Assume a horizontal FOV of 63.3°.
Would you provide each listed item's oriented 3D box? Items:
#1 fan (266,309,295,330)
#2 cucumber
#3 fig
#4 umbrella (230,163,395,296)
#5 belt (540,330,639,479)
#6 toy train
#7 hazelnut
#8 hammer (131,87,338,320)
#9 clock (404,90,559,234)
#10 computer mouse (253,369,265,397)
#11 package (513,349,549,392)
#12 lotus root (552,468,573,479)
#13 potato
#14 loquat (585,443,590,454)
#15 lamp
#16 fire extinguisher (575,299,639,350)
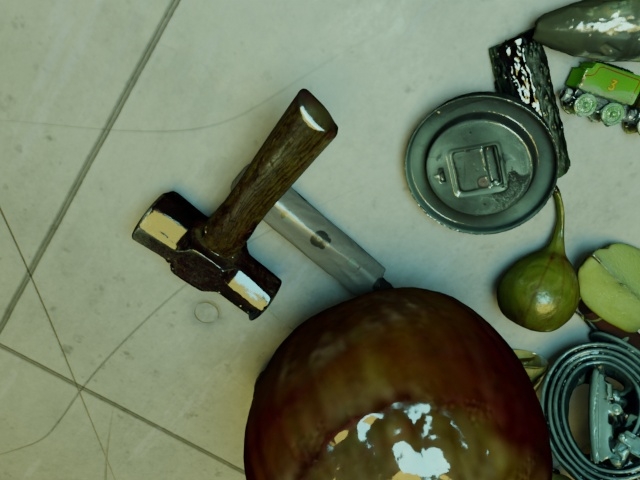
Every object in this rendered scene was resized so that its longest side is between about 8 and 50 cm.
[{"bbox_3d":[-0.018,0.191,0.963,0.182,0.010,0.310,-40,110,19],"label":"fan"},{"bbox_3d":[0.304,-0.190,0.747,0.078,0.062,0.211,-18,113,11],"label":"cucumber"},{"bbox_3d":[0.363,0.030,0.839,0.124,0.124,0.236,11,92,-3],"label":"fig"},{"bbox_3d":[0.000,0.000,0.844,0.337,0.067,0.073,40,141,-15],"label":"umbrella"},{"bbox_3d":[0.474,0.282,0.860,0.207,0.267,0.116,-13,148,24],"label":"belt"},{"bbox_3d":[0.444,-0.195,0.742,0.202,0.060,0.081,16,109,-6],"label":"toy train"},{"bbox_3d":[0.090,0.256,0.735,0.421,0.420,0.353,-34,122,16],"label":"hazelnut"},{"bbox_3d":[-0.097,-0.053,0.740,0.242,0.095,0.409,37,133,-9],"label":"hammer"},{"bbox_3d":[0.233,-0.111,0.763,0.215,0.042,0.214,11,123,18],"label":"clock"},{"bbox_3d":[0.006,0.351,0.977,0.183,0.116,0.323,-36,112,22],"label":"computer mouse"},{"bbox_3d":[0.266,0.344,0.968,0.165,0.221,0.311,31,122,32],"label":"package"},{"bbox_3d":[0.433,0.504,1.042,0.183,0.077,0.203,21,135,1],"label":"lotus root"},{"bbox_3d":[0.489,0.060,0.859,0.149,0.120,0.081,45,142,3],"label":"potato"},{"bbox_3d":[0.593,0.416,0.928,0.244,0.244,0.243,1,115,2],"label":"loquat"},{"bbox_3d":[0.408,-0.284,0.681,0.250,0.101,0.101,0,115,7],"label":"lamp"},{"bbox_3d":[0.518,0.156,0.910,0.158,0.043,0.064,39,122,-14],"label":"fire extinguisher"}]
